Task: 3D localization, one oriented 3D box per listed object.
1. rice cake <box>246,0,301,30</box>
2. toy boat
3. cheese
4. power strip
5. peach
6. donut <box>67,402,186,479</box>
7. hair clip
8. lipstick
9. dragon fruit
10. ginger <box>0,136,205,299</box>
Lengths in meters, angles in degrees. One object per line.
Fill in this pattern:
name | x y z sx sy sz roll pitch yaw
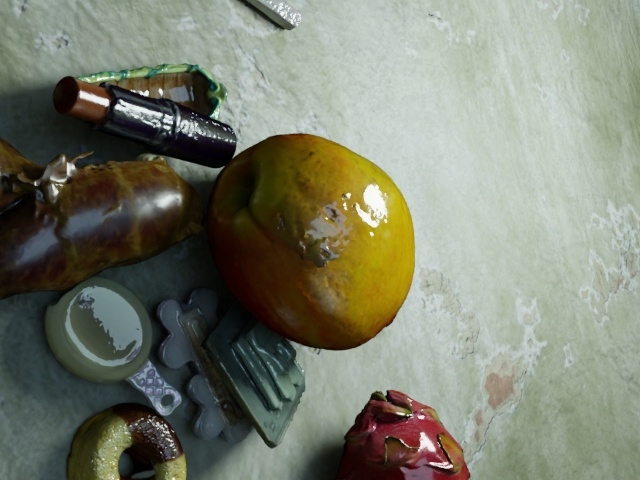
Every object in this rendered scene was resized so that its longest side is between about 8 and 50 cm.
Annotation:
rice cake | -0.121 -0.434 1.230 0.206 0.047 0.036 28 74 -30
toy boat | -0.277 -0.207 1.052 0.292 0.099 0.109 -15 93 -45
cheese | -0.281 0.156 0.998 0.227 0.064 0.137 51 60 -11
power strip | -0.079 0.188 1.106 0.213 0.064 0.198 59 22 -14
peach | -0.001 0.002 1.094 0.372 0.372 0.290 39 92 -26
donut | -0.263 0.324 1.000 0.166 0.073 0.184 -13 89 -35
hair clip | -0.168 0.197 1.094 0.146 0.075 0.257 -32 96 -38
lipstick | -0.233 -0.163 0.984 0.299 0.081 0.081 13 75 -57
dragon fruit | 0.141 0.421 1.199 0.250 0.250 0.315 12 93 -35
ginger | -0.349 -0.050 0.925 0.418 0.176 0.254 -15 97 -33
